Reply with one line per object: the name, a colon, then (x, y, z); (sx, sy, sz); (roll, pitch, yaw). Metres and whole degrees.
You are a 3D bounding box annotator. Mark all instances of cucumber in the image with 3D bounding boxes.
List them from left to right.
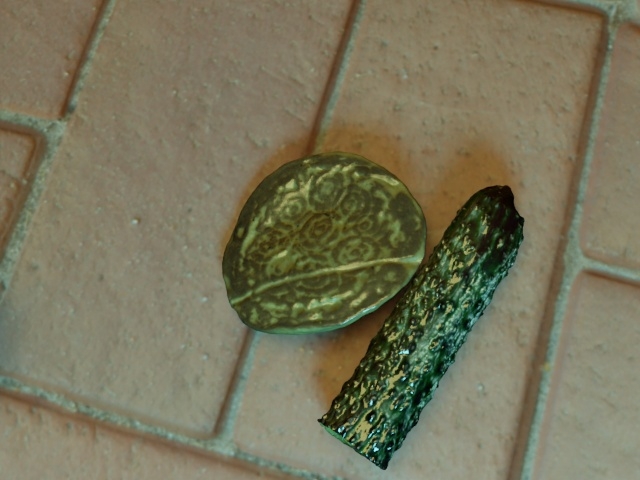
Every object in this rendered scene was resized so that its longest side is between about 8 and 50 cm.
cucumber: (0.131, 0.083, 1.204); (0.096, 0.096, 0.359); (32, 76, 16)

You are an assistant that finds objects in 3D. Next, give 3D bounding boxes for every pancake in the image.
pancake: (0.000, 0.000, 1.250); (0.250, 0.031, 0.250); (-11, 57, 16)
